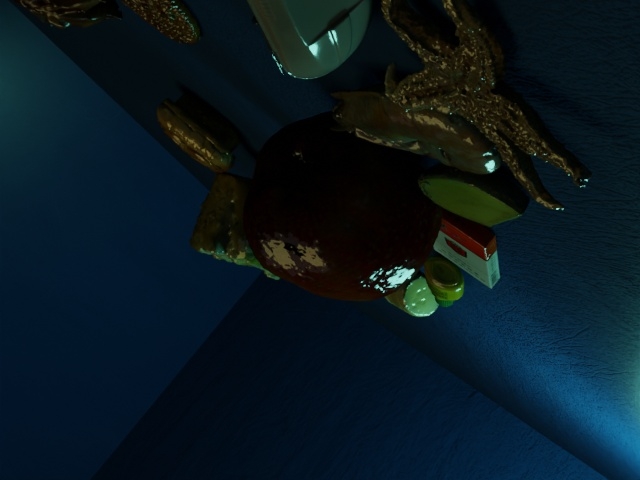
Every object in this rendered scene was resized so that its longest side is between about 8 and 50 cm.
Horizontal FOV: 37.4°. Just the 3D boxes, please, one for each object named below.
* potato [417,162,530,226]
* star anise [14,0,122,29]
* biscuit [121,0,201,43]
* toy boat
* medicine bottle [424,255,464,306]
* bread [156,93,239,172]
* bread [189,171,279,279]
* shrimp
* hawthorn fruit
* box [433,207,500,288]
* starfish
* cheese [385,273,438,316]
[{"bbox_3d":[0.215,-0.070,1.292,0.119,0.054,0.198,39,169,-18],"label":"potato"},{"bbox_3d":[-0.490,-0.489,1.672,0.237,0.148,0.346,5,145,41],"label":"star anise"},{"bbox_3d":[-0.342,-0.462,1.719,0.305,0.038,0.305,39,173,6],"label":"biscuit"},{"bbox_3d":[-0.021,-0.262,0.974,0.141,0.140,0.269,38,175,8],"label":"toy boat"},{"bbox_3d":[0.265,0.097,2.025,0.095,0.064,0.260,39,173,16],"label":"medicine bottle"},{"bbox_3d":[-0.309,-0.275,2.404,0.236,0.120,0.198,38,174,6],"label":"bread"},{"bbox_3d":[-0.119,-0.012,2.522,0.395,0.239,0.264,22,-179,-31],"label":"bread"},{"bbox_3d":[0.116,-0.146,1.241,0.168,0.077,0.317,40,170,-31],"label":"shrimp"},{"bbox_3d":[0.060,-0.040,1.494,0.369,0.284,0.285,20,-173,-40],"label":"hawthorn fruit"},{"bbox_3d":[0.248,0.004,1.650,0.139,0.035,0.245,37,173,20],"label":"box"},{"bbox_3d":[0.167,-0.154,0.972,0.302,0.060,0.299,45,167,1],"label":"starfish"},{"bbox_3d":[0.210,0.122,2.341,0.123,0.094,0.167,41,173,-26],"label":"cheese"}]
